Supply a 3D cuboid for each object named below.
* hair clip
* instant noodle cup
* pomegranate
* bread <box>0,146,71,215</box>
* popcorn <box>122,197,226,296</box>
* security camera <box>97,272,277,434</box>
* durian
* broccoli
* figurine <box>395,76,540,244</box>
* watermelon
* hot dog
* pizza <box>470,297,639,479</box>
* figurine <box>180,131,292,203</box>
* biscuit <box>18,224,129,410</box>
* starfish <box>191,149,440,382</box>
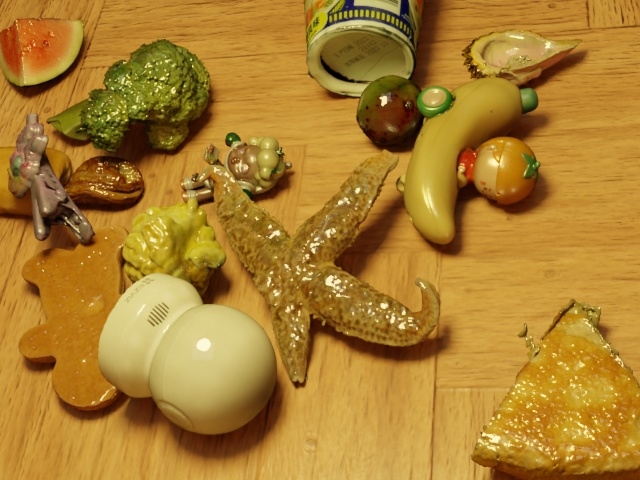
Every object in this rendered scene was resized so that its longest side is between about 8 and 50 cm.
[{"bbox_3d":[-0.471,-0.109,1.804,0.090,0.137,0.278,-6,50,-41],"label":"hair clip"},{"bbox_3d":[0.082,-0.438,1.944,0.284,0.284,0.312,-3,59,12],"label":"instant noodle cup"},{"bbox_3d":[0.121,-0.220,1.840,0.130,0.130,0.130,-7,51,9],"label":"pomegranate"},{"bbox_3d":[-0.607,-0.116,1.950,0.305,0.091,0.142,2,47,14],"label":"bread"},{"bbox_3d":[-0.232,0.014,1.700,0.173,0.173,0.142,-48,16,-24],"label":"popcorn"},{"bbox_3d":[-0.176,0.171,1.546,0.236,0.194,0.194,22,60,22],"label":"security camera"},{"bbox_3d":[0.355,-0.312,1.880,0.224,0.078,0.140,-10,37,-8],"label":"durian"},{"bbox_3d":[-0.335,-0.225,1.924,0.302,0.186,0.254,-39,14,6],"label":"broccoli"},{"bbox_3d":[0.248,-0.129,1.729,0.222,0.124,0.324,12,59,19],"label":"figurine"},{"bbox_3d":[-0.582,-0.383,2.161,0.145,0.137,0.193,-11,38,54],"label":"watermelon"},{"bbox_3d":[-0.386,-0.100,1.896,0.147,0.065,0.099,2,43,18],"label":"hot dog"},{"bbox_3d":[0.361,0.204,1.462,0.280,0.075,0.287,5,51,13],"label":"pizza"},{"bbox_3d":[-0.149,-0.118,1.831,0.197,0.093,0.147,-15,62,5],"label":"figurine"},{"bbox_3d":[-0.376,0.131,1.718,0.216,0.047,0.339,-23,52,-1],"label":"biscuit"},{"bbox_3d":[0.000,0.000,1.654,0.324,0.082,0.432,-25,57,8],"label":"starfish"}]
